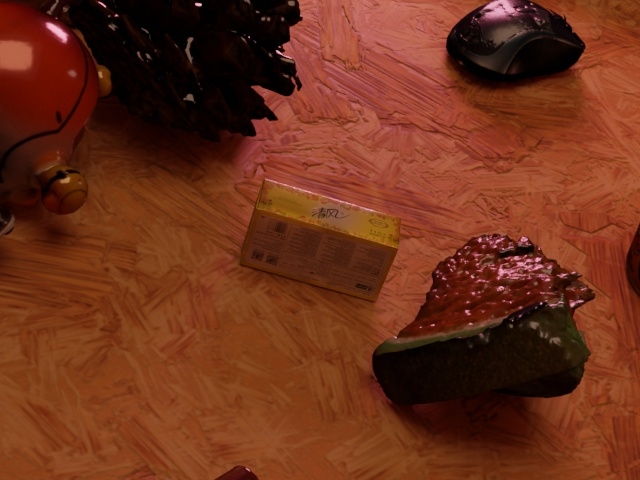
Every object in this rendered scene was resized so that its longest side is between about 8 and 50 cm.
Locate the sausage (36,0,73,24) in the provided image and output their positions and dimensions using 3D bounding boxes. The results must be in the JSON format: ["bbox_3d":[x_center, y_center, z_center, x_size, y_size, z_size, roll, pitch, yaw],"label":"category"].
[{"bbox_3d":[-0.319,-0.323,1.924,0.158,0.036,0.042,-12,39,-32],"label":"sausage"}]

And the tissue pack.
[{"bbox_3d":[0.000,0.000,1.659,0.176,0.095,0.062,15,40,-6],"label":"tissue pack"}]

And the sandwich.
[{"bbox_3d":[0.213,0.104,1.599,0.162,0.250,0.301,62,28,-17],"label":"sandwich"}]

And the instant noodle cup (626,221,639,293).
[{"bbox_3d":[0.508,-0.002,1.806,0.215,0.172,0.216,11,42,-10],"label":"instant noodle cup"}]

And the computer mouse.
[{"bbox_3d":[0.305,-0.316,2.122,0.233,0.096,0.137,-15,52,-32],"label":"computer mouse"}]

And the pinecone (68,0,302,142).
[{"bbox_3d":[-0.160,-0.262,1.765,0.296,0.242,0.298,-17,47,-32],"label":"pinecone"}]

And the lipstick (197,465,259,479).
[{"bbox_3d":[-0.167,0.291,1.289,0.299,0.081,0.081,-24,57,-42],"label":"lipstick"}]

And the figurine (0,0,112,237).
[{"bbox_3d":[-0.389,-0.153,1.590,0.320,0.196,0.323,29,52,12],"label":"figurine"}]
